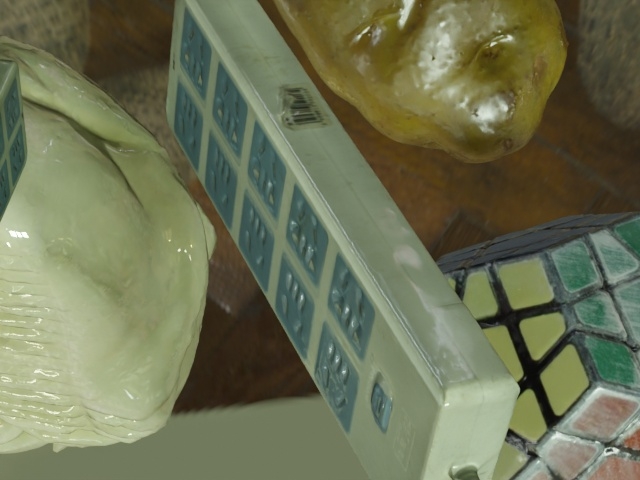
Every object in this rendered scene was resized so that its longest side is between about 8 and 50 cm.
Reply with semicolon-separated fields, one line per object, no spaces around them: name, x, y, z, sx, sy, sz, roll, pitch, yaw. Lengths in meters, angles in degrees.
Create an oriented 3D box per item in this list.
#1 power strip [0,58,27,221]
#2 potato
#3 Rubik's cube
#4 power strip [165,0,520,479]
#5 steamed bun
power strip;-0.104;-0.016;0.485;0.016;0.040;0.090;5;41;4
potato;0.066;-0.231;1.457;0.195;0.176;0.369;-31;106;35
Rubik's cube;0.201;0.125;1.350;0.319;0.319;0.264;-17;95;-4
power strip;0.000;0.000;0.838;0.043;0.106;0.367;-12;45;-22
steamed bun;-0.234;-0.017;1.105;0.347;0.394;0.237;26;56;-15
